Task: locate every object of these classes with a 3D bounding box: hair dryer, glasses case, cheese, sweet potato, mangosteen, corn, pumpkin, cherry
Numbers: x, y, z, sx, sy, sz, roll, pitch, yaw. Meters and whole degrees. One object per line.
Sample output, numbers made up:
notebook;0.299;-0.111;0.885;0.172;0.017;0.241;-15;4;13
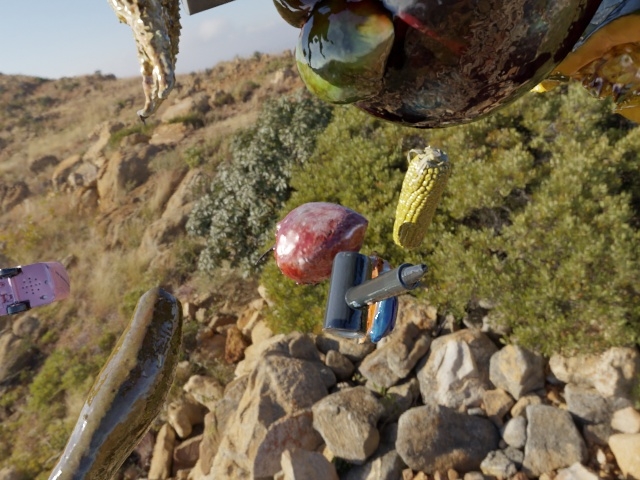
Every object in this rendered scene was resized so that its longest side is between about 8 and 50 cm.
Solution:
hair dryer;0.079;0.055;0.591;0.255;0.069;0.129;139;144;-61
glasses case;-0.199;-0.528;0.869;0.190;0.072;0.042;-32;42;-21
cheese;0.108;0.131;0.923;0.129;0.217;0.329;8;1;-2
sweet potato;-0.190;0.164;0.411;0.076;0.077;0.244;-4;53;24
mangosteen;0.105;-0.254;0.391;0.299;0.301;0.300;-13;27;7
corn;0.233;-0.087;1.021;0.106;0.293;0.107;4;45;-4
pumpkin;0.395;-0.219;0.515;0.139;0.190;0.280;-50;15;-4
cherry;0.000;0.000;0.969;0.249;0.175;0.192;-23;16;24

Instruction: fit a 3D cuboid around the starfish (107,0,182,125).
starfish;-0.153;-0.246;0.350;0.084;0.294;0.301;-4;-9;8

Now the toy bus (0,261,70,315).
toy bus;-0.435;0.076;0.539;0.202;0.063;0.090;-14;1;-12
